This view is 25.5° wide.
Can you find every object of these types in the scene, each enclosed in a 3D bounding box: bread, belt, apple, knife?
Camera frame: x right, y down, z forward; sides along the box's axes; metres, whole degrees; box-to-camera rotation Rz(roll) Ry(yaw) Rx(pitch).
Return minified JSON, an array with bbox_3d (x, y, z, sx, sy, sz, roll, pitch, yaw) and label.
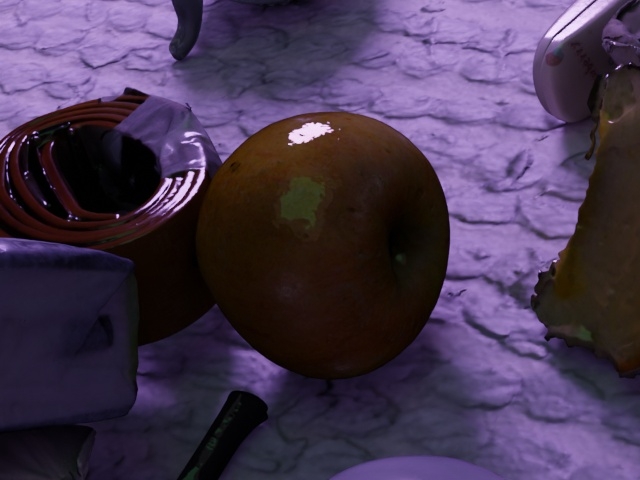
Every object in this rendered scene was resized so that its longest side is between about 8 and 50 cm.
[{"bbox_3d":[0.214,-0.018,0.897,0.169,0.160,0.140,-36,43,-17],"label":"bread"},{"bbox_3d":[-0.162,-0.022,1.067,0.184,0.105,0.261,-25,30,-9],"label":"belt"},{"bbox_3d":[0.000,0.000,0.957,0.155,0.182,0.182,2,44,38],"label":"apple"},{"bbox_3d":[-0.088,0.193,0.892,0.060,0.028,0.230,19,55,21],"label":"knife"}]

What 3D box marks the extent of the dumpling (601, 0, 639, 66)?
[{"bbox_3d":[0.354,-0.144,1.011,0.292,0.163,0.204,-2,13,21],"label":"dumpling"}]

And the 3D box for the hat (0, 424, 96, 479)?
[{"bbox_3d":[-0.260,0.184,0.880,0.225,0.164,0.219,6,41,-4],"label":"hat"}]

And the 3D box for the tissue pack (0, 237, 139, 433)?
[{"bbox_3d":[-0.348,0.047,0.912,0.394,0.124,0.288,5,4,41],"label":"tissue pack"}]

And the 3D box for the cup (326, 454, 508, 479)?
[{"bbox_3d":[0.000,0.259,0.641,0.212,0.212,0.317,25,56,39],"label":"cup"}]

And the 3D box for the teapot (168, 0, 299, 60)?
[{"bbox_3d":[-0.044,-0.298,1.333,0.294,0.129,0.193,-39,45,-25],"label":"teapot"}]

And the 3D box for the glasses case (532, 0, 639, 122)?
[{"bbox_3d":[0.241,-0.172,1.118,0.204,0.081,0.051,-42,41,-22],"label":"glasses case"}]
